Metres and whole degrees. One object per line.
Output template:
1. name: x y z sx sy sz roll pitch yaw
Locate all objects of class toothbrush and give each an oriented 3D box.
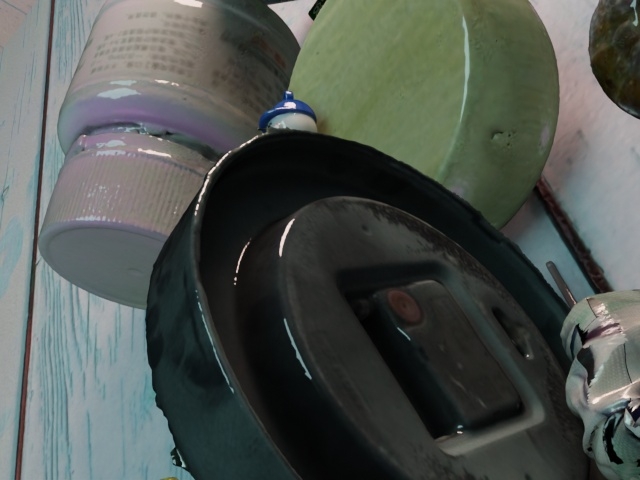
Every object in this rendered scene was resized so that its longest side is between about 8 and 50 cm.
1. toothbrush: 0.171 0.044 0.669 0.006 0.008 0.097 -35 36 14

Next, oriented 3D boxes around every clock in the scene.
1. clock: 0.049 0.072 0.534 0.061 0.313 0.312 -46 33 32

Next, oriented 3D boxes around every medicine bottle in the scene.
1. medicine bottle: -0.156 -0.098 1.044 0.241 0.241 0.301 -21 48 47

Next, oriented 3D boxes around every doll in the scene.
1. doll: -0.021 -0.057 0.782 0.098 0.058 0.142 111 157 -65

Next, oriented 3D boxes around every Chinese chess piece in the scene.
1. Chinese chess piece: 0.073 -0.104 0.791 0.250 0.101 0.250 -14 72 51

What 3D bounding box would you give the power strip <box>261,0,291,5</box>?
1. power strip: -0.039 -0.299 1.070 0.270 0.118 0.046 -40 -55 -83

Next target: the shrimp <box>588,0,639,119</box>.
1. shrimp: 0.303 -0.206 0.587 0.343 0.116 0.145 -44 58 20

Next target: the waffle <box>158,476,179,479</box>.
1. waffle: -0.161 0.351 0.844 0.283 0.065 0.309 -39 35 30

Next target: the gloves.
1. gloves: 0.202 0.097 0.480 0.111 0.128 0.212 -58 25 22

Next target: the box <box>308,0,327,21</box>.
1. box: 0.077 -0.234 0.982 0.139 0.073 0.194 -52 32 13
